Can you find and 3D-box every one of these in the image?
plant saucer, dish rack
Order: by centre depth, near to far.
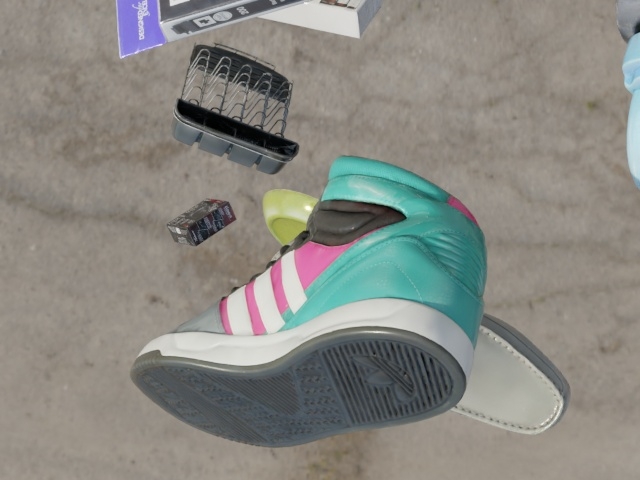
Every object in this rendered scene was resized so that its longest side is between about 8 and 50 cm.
[{"bbox_3d":[-0.135,-0.236,1.645,0.208,0.271,0.074,20,135,-16],"label":"dish rack"},{"bbox_3d":[0.000,0.000,1.659,0.241,0.037,0.241,27,160,11],"label":"plant saucer"}]

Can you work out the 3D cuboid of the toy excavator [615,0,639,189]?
[{"bbox_3d":[0.491,-0.073,1.230,0.222,0.445,0.433,14,174,39],"label":"toy excavator"}]

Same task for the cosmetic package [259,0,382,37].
[{"bbox_3d":[-0.021,-0.427,1.732,0.239,0.099,0.060,16,143,22],"label":"cosmetic package"}]

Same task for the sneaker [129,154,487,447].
[{"bbox_3d":[-0.002,0.032,0.680,0.295,0.178,0.124,-15,127,43],"label":"sneaker"}]

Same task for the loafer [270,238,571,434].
[{"bbox_3d":[0.091,0.100,0.950,0.319,0.111,0.112,25,104,3],"label":"loafer"}]

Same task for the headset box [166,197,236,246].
[{"bbox_3d":[-0.163,-0.028,1.383,0.062,0.083,0.032,10,128,52],"label":"headset box"}]

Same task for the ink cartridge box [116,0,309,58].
[{"bbox_3d":[-0.096,-0.278,0.850,0.208,0.206,0.045,-13,161,17],"label":"ink cartridge box"}]
